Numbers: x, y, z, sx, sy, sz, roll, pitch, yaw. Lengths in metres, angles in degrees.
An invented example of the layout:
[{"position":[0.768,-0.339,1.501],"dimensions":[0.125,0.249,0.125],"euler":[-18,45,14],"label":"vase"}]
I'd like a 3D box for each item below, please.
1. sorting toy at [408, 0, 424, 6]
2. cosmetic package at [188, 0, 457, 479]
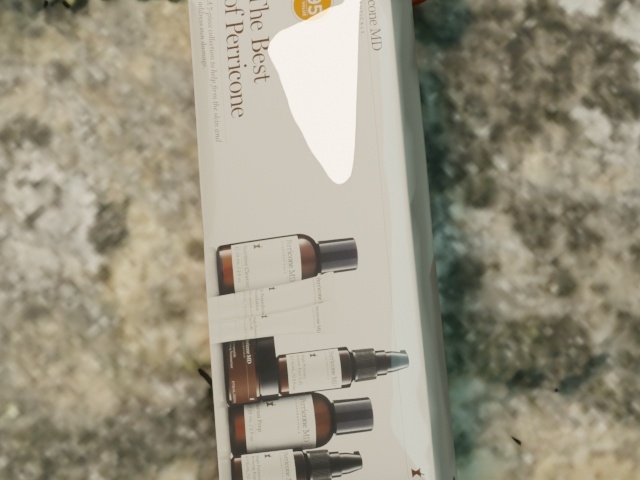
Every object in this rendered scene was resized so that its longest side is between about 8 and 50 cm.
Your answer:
[{"position":[0.012,-0.140,0.885],"dimensions":[0.102,0.042,0.061],"euler":[35,56,12],"label":"sorting toy"},{"position":[0.000,0.000,0.815],"dimensions":[0.099,0.060,0.239],"euler":[-8,76,11],"label":"cosmetic package"}]
